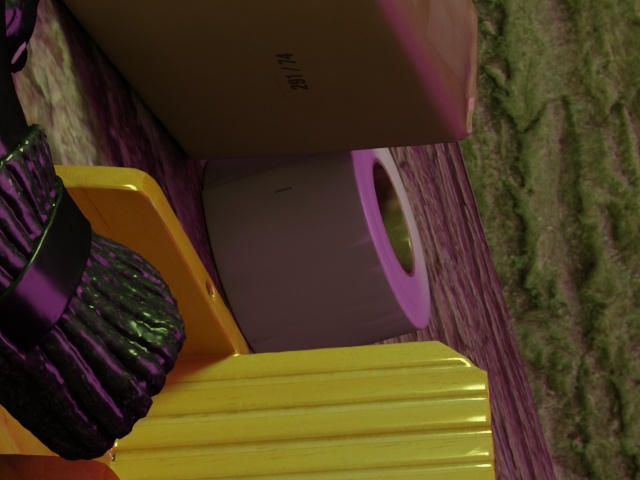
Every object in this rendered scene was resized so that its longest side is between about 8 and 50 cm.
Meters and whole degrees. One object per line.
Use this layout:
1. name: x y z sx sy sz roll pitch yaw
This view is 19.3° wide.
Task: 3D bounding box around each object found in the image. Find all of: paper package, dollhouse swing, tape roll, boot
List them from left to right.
1. boot: -0.198 -0.049 1.182 0.260 0.131 0.348 35 42 -26
2. dollhouse swing: -0.063 0.107 1.327 0.347 0.305 0.315 -86 156 -54
3. paper package: -0.042 -0.225 1.771 0.325 0.309 0.168 53 38 -55
4. tape roll: 0.000 0.000 1.993 0.246 0.169 0.246 -17 90 -77

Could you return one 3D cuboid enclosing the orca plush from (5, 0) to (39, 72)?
1. orca plush: -0.228 -0.223 1.497 0.287 0.102 0.151 -74 144 -67
